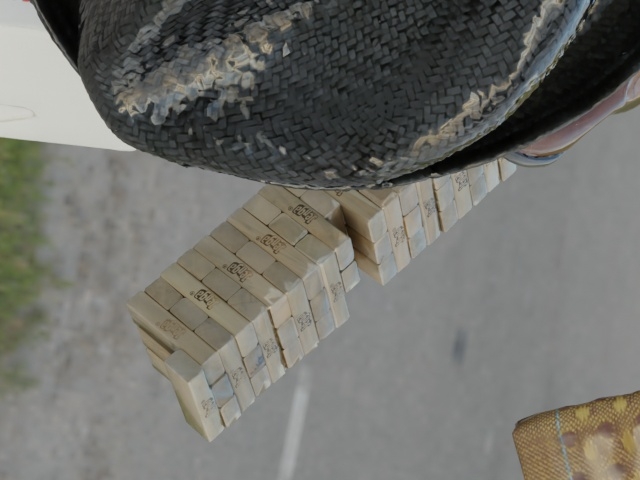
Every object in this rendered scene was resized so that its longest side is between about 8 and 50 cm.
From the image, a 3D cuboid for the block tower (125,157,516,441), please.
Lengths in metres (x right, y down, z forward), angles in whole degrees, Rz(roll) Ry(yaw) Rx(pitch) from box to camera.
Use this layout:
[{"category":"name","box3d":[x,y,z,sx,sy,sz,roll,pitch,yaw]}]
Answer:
[{"category":"block tower","box3d":[0.000,0.000,1.529,0.335,0.097,0.091,-42,147,-19]}]

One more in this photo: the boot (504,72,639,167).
[{"category":"boot","box3d":[0.255,-0.176,1.440,0.264,0.096,0.280,-14,157,-45]}]

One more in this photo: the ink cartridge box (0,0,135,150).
[{"category":"ink cartridge box","box3d":[-0.166,-0.204,1.168,0.115,0.198,0.273,79,20,-60]}]

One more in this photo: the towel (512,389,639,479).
[{"category":"towel","box3d":[0.235,0.214,0.693,0.040,0.271,0.370,10,66,-76]}]

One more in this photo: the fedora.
[{"category":"fedora","box3d":[0.007,-0.122,0.857,0.152,0.334,0.334,-75,163,-55]}]
